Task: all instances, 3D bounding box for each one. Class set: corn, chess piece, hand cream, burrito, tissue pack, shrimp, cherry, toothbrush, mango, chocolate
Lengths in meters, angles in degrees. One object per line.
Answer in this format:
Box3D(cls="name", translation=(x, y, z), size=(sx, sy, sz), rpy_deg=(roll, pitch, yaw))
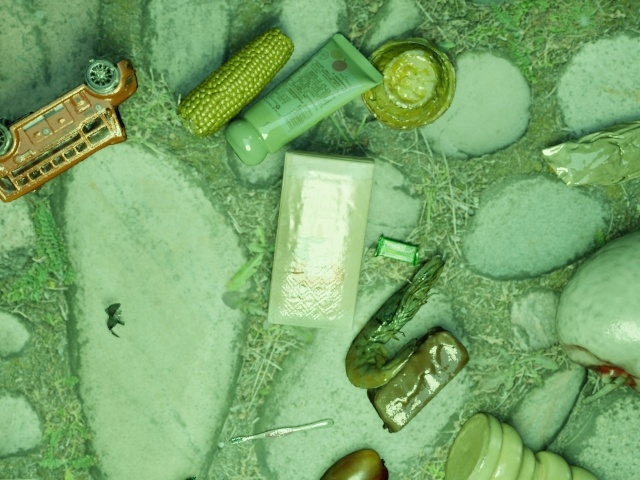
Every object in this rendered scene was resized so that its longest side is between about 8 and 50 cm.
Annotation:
Box3D(cls="corn", translation=(-0.158, -0.296, 1.608), size=(0.260, 0.091, 0.091), rpy_deg=(-43, 55, -2))
Box3D(cls="chess piece", translation=(0.404, 0.462, 1.633), size=(0.299, 0.167, 0.167), rpy_deg=(26, 89, -8))
Box3D(cls="hand cream", translation=(-0.042, -0.261, 1.615), size=(0.306, 0.093, 0.147), rpy_deg=(-38, 65, -3))
Box3D(cls="burrito", translation=(0.629, -0.180, 1.672), size=(0.392, 0.076, 0.117), rpy_deg=(-15, 93, -4))
Box3D(cls="tissue pack", translation=(0.000, 0.000, 1.606), size=(0.170, 0.071, 0.326), rpy_deg=(7, 102, -3))
Box3D(cls="shrimp", translation=(0.156, 0.157, 1.602), size=(0.058, 0.169, 0.296), rpy_deg=(40, 89, -30))
Box3D(cls="cherry", translation=(0.602, 0.131, 1.586), size=(0.326, 0.291, 0.335), rpy_deg=(2, 72, 6))
Box3D(cls="toothbrush", translation=(-0.074, 0.371, 1.661), size=(0.204, 0.022, 0.017), rpy_deg=(-10, 94, -7))
Box3D(cls="mango", translation=(0.042, 0.517, 1.624), size=(0.133, 0.111, 0.268), rpy_deg=(21, 88, -20))
Box3D(cls="chocolate", translation=(0.174, 0.257, 1.614), size=(0.214, 0.148, 0.093), rpy_deg=(-42, 88, -4))

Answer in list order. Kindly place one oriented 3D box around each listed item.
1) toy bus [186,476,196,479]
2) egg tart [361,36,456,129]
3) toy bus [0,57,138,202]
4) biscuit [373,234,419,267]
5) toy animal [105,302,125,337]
Box3D(cls="toy bus", translation=(-0.230, 0.529, 1.615), size=(0.079, 0.092, 0.160), rpy_deg=(-34, 99, -5))
Box3D(cls="egg tart", translation=(0.169, -0.303, 1.641), size=(0.191, 0.074, 0.191), rpy_deg=(0, 93, -3))
Box3D(cls="toy bus", translation=(-0.466, -0.207, 1.567), size=(0.329, 0.143, 0.153), rpy_deg=(-32, 103, -4))
Box3D(cls="biscuit", translation=(0.151, 0.020, 1.671), size=(0.089, 0.016, 0.046), rpy_deg=(15, 91, -4))
Box3D(cls="toy animal", translation=(-0.391, 0.143, 1.627), size=(0.028, 0.050, 0.084), rpy_deg=(-7, 126, -27))
